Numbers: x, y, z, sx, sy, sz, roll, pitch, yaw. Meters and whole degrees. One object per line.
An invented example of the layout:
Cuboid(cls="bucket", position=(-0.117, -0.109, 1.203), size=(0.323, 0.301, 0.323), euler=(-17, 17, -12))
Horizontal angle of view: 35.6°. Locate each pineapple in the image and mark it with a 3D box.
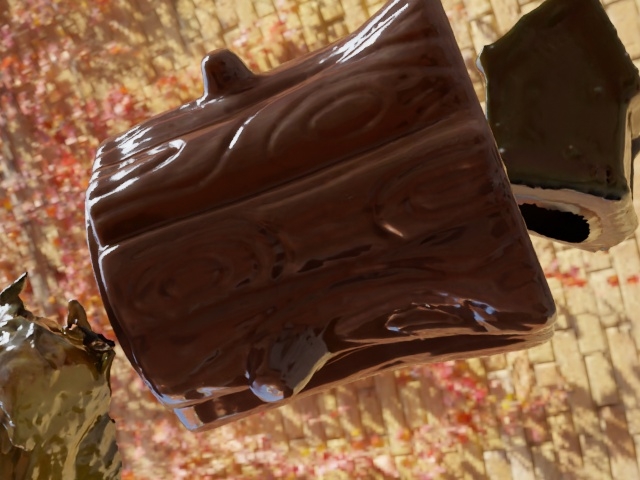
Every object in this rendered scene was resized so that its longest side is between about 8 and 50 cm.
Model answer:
Cuboid(cls="pineapple", position=(-0.191, 0.126, 0.553), size=(0.114, 0.236, 0.186), euler=(-14, -100, -45))

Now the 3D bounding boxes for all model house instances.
Cuboid(cls="model house", position=(0.250, -0.127, 1.040), size=(0.268, 0.173, 0.239), euler=(40, -123, -67))

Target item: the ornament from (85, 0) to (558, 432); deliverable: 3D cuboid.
Cuboid(cls="ornament", position=(0.000, 0.000, 0.573), size=(0.235, 0.217, 0.221), euler=(63, -170, -46))
